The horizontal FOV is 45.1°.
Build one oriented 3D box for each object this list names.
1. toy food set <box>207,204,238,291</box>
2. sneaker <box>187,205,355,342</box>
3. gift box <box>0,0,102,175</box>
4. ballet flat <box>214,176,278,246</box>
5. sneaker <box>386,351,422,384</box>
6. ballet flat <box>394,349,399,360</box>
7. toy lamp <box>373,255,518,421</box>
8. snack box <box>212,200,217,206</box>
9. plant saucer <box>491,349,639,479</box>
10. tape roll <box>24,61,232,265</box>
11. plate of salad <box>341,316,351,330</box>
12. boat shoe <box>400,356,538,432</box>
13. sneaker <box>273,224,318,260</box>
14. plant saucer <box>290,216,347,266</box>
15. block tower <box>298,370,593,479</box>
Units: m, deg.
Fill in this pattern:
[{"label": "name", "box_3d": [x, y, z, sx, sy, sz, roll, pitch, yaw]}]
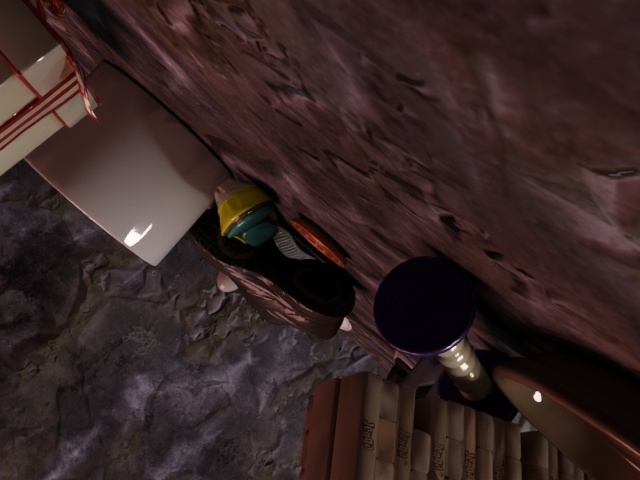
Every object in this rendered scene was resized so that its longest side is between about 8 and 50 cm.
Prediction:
[{"label": "toy food set", "box_3d": [-0.221, -0.008, 1.332, 0.306, 0.092, 0.220, 32, 168, 12]}, {"label": "sneaker", "box_3d": [-0.086, 0.058, 1.141, 0.286, 0.109, 0.130, 35, 143, 17]}, {"label": "gift box", "box_3d": [-0.357, -0.167, 0.738, 0.276, 0.258, 0.255, 49, 173, -8]}, {"label": "ballet flat", "box_3d": [-0.101, -0.041, 0.999, 0.077, 0.077, 0.231, 57, 178, 6]}, {"label": "sneaker", "box_3d": [0.196, 0.307, 1.245, 0.268, 0.153, 0.101, 41, 174, 2]}, {"label": "ballet flat", "box_3d": [0.218, 0.304, 1.458, 0.241, 0.077, 0.091, 39, 175, 20]}, {"label": "toy lamp", "box_3d": [0.115, 0.102, 0.625, 0.080, 0.080, 0.275, 37, 174, 33]}, {"label": "snack box", "box_3d": [-0.164, -0.029, 1.500, 0.187, 0.060, 0.322, 31, 169, 49]}, {"label": "plant saucer", "box_3d": [0.233, 0.162, 0.499, 0.278, 0.041, 0.278, 41, 175, 5]}, {"label": "tape roll", "box_3d": [-0.267, -0.105, 1.075, 0.246, 0.169, 0.246, 40, 174, 5]}, {"label": "plate of salad", "box_3d": [-0.004, 0.131, 1.741, 0.200, 0.048, 0.200, 36, 163, 13]}, {"label": "boat shoe", "box_3d": [0.179, 0.222, 0.940, 0.156, 0.136, 0.367, 38, 164, 2]}, {"label": "sneaker", "box_3d": [-0.059, 0.018, 1.229, 0.134, 0.051, 0.070, 39, 170, -24]}, {"label": "plant saucer", "box_3d": [0.000, 0.000, 0.910, 0.083, 0.013, 0.083, 41, 173, 6]}, {"label": "block tower", "box_3d": [0.130, 0.198, 0.630, 0.335, 0.097, 0.091, 26, 148, -31]}]
